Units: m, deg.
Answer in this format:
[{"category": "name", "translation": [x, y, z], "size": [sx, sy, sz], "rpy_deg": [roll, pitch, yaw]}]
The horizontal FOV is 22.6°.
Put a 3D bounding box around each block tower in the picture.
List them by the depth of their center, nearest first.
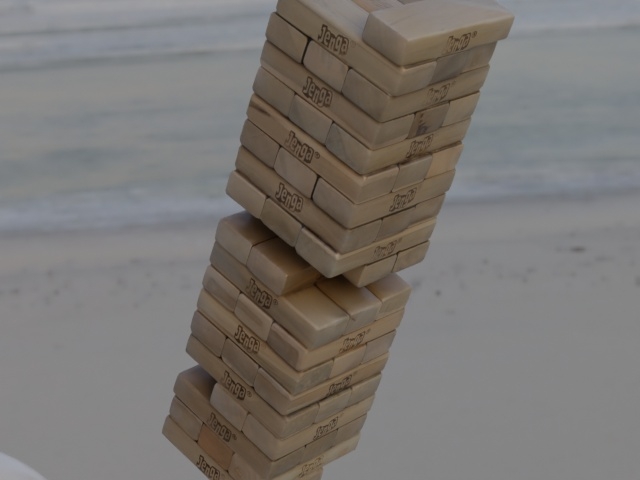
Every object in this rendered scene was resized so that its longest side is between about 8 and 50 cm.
[{"category": "block tower", "translation": [0.000, 0.000, 0.915], "size": [0.097, 0.335, 0.091], "rpy_deg": [39, 39, 27]}]

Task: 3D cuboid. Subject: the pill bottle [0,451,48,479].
[{"category": "pill bottle", "translation": [-0.232, 0.193, 0.861], "size": [0.181, 0.181, 0.323], "rpy_deg": [-10, 3, -30]}]
